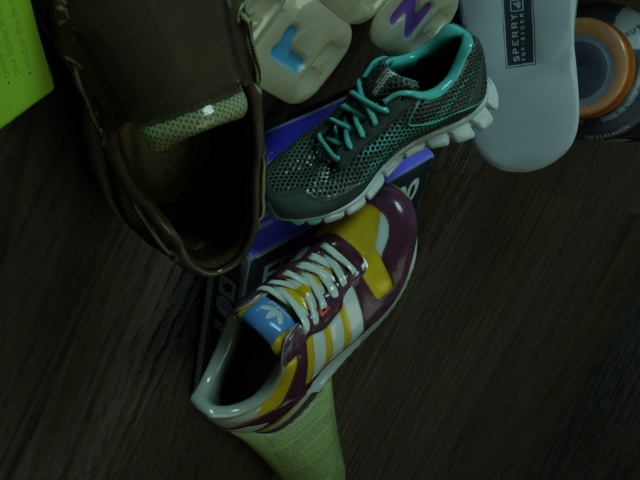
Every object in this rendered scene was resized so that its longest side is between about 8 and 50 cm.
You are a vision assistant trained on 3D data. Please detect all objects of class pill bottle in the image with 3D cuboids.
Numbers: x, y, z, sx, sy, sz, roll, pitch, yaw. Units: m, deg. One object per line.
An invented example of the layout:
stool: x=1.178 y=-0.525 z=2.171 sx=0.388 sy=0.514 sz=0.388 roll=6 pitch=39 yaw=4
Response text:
pill bottle: x=0.284 y=-0.161 z=0.926 sx=0.246 sy=0.130 sz=0.130 roll=-10 pitch=126 yaw=-60

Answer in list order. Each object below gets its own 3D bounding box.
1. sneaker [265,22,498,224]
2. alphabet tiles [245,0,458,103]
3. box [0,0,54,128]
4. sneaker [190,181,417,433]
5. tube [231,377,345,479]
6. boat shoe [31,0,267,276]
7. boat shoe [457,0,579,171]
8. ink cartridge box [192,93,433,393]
sneaker: x=0.031 y=-0.074 z=0.561 sx=0.167 sy=0.065 sz=0.076 roll=-34 pitch=150 yaw=-12
alphabet tiles: x=0.036 y=-0.202 z=0.472 sx=0.284 sy=0.021 sz=0.278 roll=-51 pitch=151 yaw=11
box: x=-0.168 y=-0.047 z=0.295 sx=0.178 sy=0.042 sz=0.109 roll=-48 pitch=154 yaw=-33
sneaker: x=-0.006 y=0.041 z=0.581 sx=0.185 sy=0.070 sz=0.084 roll=-57 pitch=157 yaw=1
tube: x=-0.017 y=0.162 z=0.790 sx=0.240 sy=0.062 sz=0.070 roll=77 pitch=21 yaw=-62
boat shoe: x=-0.060 y=-0.080 z=0.386 sx=0.095 sy=0.095 sz=0.257 roll=-28 pitch=146 yaw=-14
boat shoe: x=0.142 y=-0.198 z=0.666 sx=0.102 sy=0.108 sz=0.301 roll=-83 pitch=166 yaw=-52
ink cartridge box: x=0.000 y=0.000 z=0.678 sx=0.206 sy=0.045 sz=0.208 roll=-32 pitch=143 yaw=-43
